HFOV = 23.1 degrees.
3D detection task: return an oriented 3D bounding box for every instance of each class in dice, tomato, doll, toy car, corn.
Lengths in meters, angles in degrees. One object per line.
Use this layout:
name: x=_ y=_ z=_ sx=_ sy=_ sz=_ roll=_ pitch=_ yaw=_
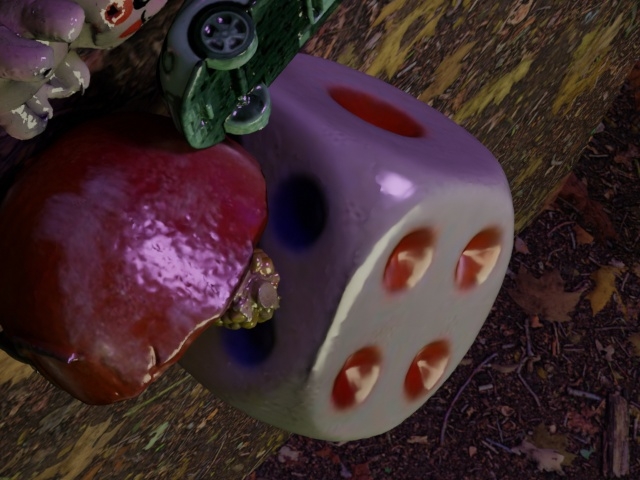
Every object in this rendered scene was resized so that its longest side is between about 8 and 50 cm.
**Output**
dice: x=0.000 y=0.000 z=1.597 sx=0.277 sy=0.304 sz=0.304 roll=1 pitch=119 yaw=-50
tomato: x=-0.193 y=-0.015 z=1.369 sx=0.309 sy=0.309 sz=0.170 roll=-47 pitch=125 yaw=-5
doll: x=-0.188 y=-0.168 z=1.156 sx=0.192 sy=0.095 sz=0.149 roll=-45 pitch=172 yaw=-17
toy car: x=-0.046 y=-0.222 z=1.346 sx=0.306 sy=0.125 sz=0.136 roll=-49 pitch=162 yaw=-15
corn: x=-0.145 y=0.028 z=1.494 sx=0.086 sy=0.288 sz=0.086 roll=-9 pitch=103 yaw=-45
